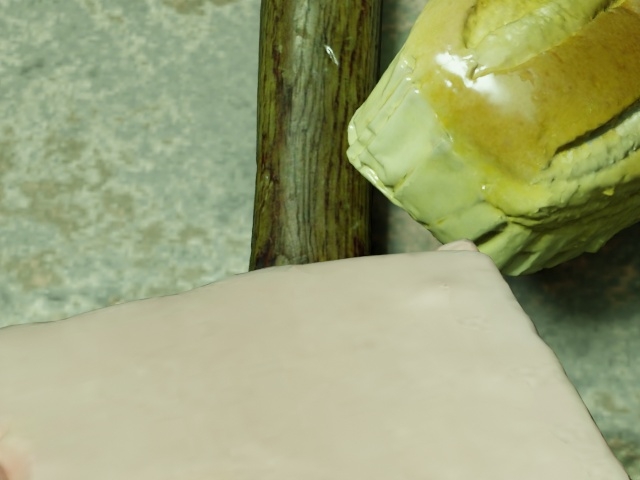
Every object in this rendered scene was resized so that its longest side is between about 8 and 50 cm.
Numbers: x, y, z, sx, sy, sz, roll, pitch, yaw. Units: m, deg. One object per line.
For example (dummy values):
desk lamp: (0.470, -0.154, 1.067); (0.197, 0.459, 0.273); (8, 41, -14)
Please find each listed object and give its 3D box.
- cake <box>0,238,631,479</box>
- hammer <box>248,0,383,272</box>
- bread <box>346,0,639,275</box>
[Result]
cake: (-0.019, 0.196, 0.617); (0.314, 0.306, 0.293); (-14, 23, -8)
hammer: (0.000, 0.000, 0.890); (0.242, 0.095, 0.409); (1, 59, 3)
bread: (0.127, -0.080, 0.857); (0.140, 0.106, 0.236); (47, 49, 13)
